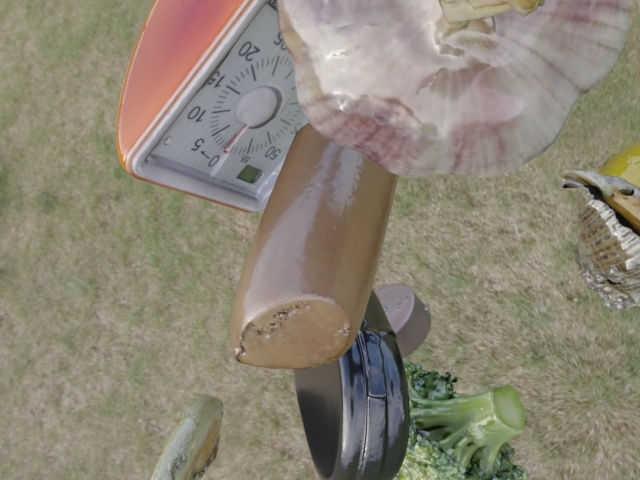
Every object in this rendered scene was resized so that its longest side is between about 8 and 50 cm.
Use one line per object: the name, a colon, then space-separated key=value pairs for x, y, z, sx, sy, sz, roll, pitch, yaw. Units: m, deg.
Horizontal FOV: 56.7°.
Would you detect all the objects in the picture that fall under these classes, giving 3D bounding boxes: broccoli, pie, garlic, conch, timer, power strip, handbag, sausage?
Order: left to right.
pie: x=-0.280 y=0.460 z=1.199 sx=0.075 sy=0.337 sz=0.337 roll=18 pitch=84 yaw=8
timer: x=-0.092 y=-0.163 z=0.684 sx=0.161 sy=0.257 sz=0.250 roll=31 pitch=97 yaw=27
sausage: x=0.000 y=0.000 z=0.574 sx=0.123 sy=0.123 sz=0.252 roll=-3 pitch=50 yaw=25
handbag: x=0.035 y=0.182 z=0.807 sx=0.308 sy=0.093 sz=0.253 roll=-112 pitch=27 yaw=-54
power strip: x=0.149 y=0.166 z=1.225 sx=0.154 sy=0.078 sz=0.154 roll=-32 pitch=30 yaw=21
broccoli: x=0.214 y=0.340 z=0.998 sx=0.260 sy=0.288 sz=0.235 roll=-16 pitch=54 yaw=67
garlic: x=0.089 y=-0.146 z=0.368 sx=0.245 sy=0.253 sz=0.245 roll=0 pitch=108 yaw=1
conch: x=0.394 y=0.000 z=0.747 sx=0.245 sy=0.178 sz=0.163 roll=42 pitch=97 yaw=-9

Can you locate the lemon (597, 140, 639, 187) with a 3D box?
lemon: x=0.630 y=-0.052 z=1.059 sx=0.293 sy=0.293 sz=0.293 roll=-7 pitch=73 yaw=24
